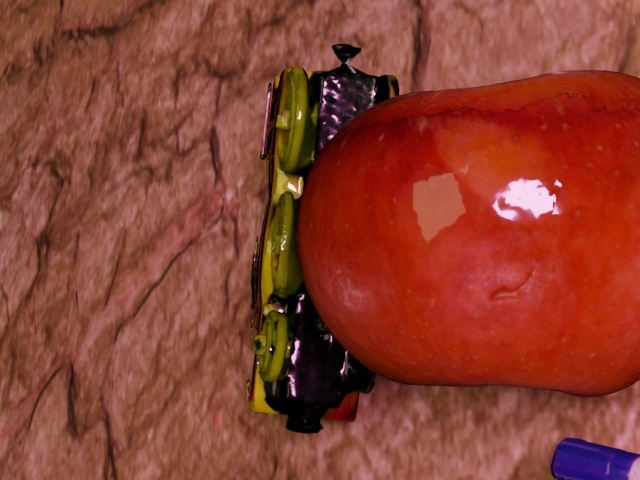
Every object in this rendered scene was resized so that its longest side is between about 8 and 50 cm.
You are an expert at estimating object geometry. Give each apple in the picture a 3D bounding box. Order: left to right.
[{"bbox_3d":[0.115,-0.001,0.868,0.271,0.251,0.206,-2,93,32],"label":"apple"}]

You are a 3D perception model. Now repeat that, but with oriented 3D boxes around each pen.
[{"bbox_3d":[0.258,0.160,0.826,0.269,0.033,0.033,7,82,46],"label":"pen"}]

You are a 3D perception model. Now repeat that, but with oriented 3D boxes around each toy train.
[{"bbox_3d":[0.000,0.000,1.064,0.160,0.100,0.296,169,108,-79],"label":"toy train"}]
